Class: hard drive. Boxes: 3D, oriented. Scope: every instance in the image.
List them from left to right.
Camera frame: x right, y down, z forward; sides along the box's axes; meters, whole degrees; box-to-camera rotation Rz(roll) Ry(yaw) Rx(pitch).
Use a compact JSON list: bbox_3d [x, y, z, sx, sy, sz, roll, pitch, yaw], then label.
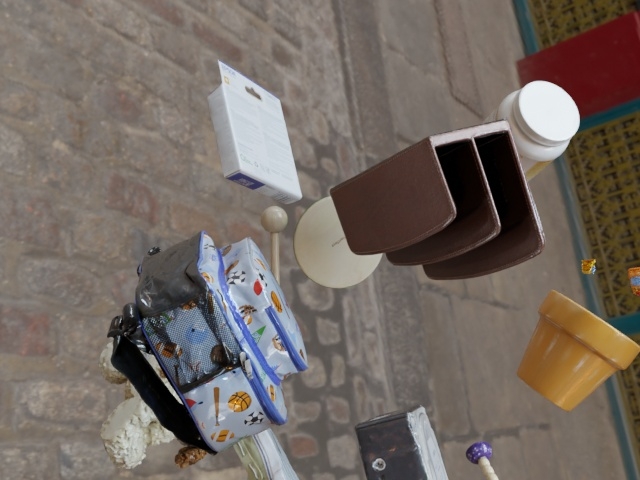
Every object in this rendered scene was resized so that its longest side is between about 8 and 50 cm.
[{"bbox_3d":[0.120,0.340,0.755,0.237,0.064,0.339,46,29,-74],"label":"hard drive"}]

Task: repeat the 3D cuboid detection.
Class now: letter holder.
[{"bbox_3d":[0.173,-0.031,1.169,0.152,0.302,0.215,-16,87,-28],"label":"letter holder"}]

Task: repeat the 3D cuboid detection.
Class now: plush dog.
[{"bbox_3d":[-0.288,0.310,1.455,0.225,0.210,0.263,52,17,-50],"label":"plush dog"}]

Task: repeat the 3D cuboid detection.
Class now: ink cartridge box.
[{"bbox_3d":[-0.185,-0.289,2.073,0.324,0.071,0.330,21,51,-60],"label":"ink cartridge box"}]

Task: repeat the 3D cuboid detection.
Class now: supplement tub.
[{"bbox_3d":[0.373,-0.191,1.402,0.144,0.200,0.144,7,66,-16],"label":"supplement tub"}]

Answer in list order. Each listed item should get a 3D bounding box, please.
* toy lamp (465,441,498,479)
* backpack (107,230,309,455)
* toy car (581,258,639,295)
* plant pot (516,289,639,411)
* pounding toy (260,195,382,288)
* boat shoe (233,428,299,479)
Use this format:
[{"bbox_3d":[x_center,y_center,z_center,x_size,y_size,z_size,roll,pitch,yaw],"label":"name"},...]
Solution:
[{"bbox_3d":[0.438,0.621,1.835,0.080,0.080,0.275,49,12,-32],"label":"toy lamp"},{"bbox_3d":[-0.132,0.135,1.006,0.276,0.213,0.264,-102,176,-72],"label":"backpack"},{"bbox_3d":[0.504,0.071,1.275,0.041,0.122,0.060,-59,146,-41],"label":"toy car"},{"bbox_3d":[0.504,0.234,1.521,0.205,0.188,0.205,34,4,-3],"label":"plant pot"},{"bbox_3d":[0.000,0.000,1.487,0.110,0.236,0.183,-148,-129,-75],"label":"pounding toy"},{"bbox_3d":[-0.108,0.512,1.611,0.109,0.094,0.302,55,-3,-30],"label":"boat shoe"}]
